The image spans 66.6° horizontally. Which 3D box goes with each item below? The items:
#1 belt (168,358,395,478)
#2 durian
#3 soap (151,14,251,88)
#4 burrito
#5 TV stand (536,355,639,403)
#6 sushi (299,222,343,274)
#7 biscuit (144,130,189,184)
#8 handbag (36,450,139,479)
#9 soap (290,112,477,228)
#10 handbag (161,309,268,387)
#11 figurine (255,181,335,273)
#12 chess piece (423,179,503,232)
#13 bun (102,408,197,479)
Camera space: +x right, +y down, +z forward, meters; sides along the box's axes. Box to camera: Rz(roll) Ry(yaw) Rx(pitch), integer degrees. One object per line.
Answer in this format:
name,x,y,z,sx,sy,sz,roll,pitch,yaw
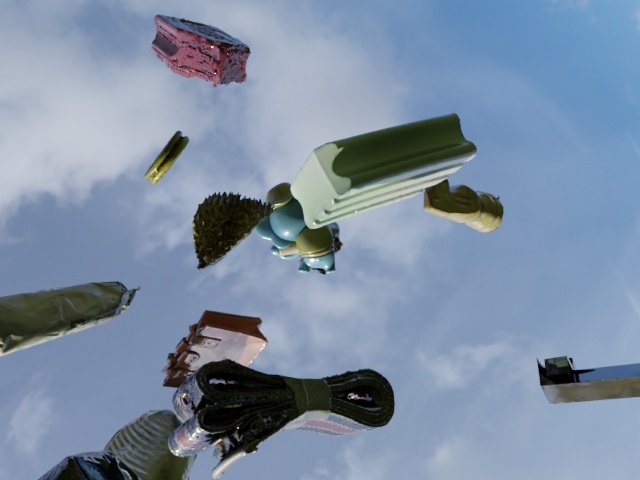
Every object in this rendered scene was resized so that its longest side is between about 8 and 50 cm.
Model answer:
belt,-0.036,0.236,0.692,0.359,0.094,0.126,11,-134,-42
durian,-0.202,-0.036,1.093,0.144,0.139,0.252,25,-149,1
soap,-0.259,-0.416,1.083,0.162,0.099,0.250,-3,-147,-37
burrito,-0.633,0.175,1.224,0.139,0.101,0.445,49,-150,21
TV stand,0.369,0.133,0.513,0.049,0.256,0.040,50,-143,-35
sushi,0.000,0.000,1.716,0.172,0.150,0.153,26,-143,-29
biscuit,-0.214,-0.115,0.677,0.023,0.084,0.084,38,-123,-21
handbag,-0.209,0.259,0.472,0.072,0.139,0.115,-37,-99,-4
soap,0.109,-0.125,0.865,0.289,0.173,0.095,-19,-102,-25
handbag,-0.222,0.236,1.011,0.157,0.212,0.059,18,-145,-36
figurine,-0.061,-0.025,1.262,0.154,0.180,0.262,8,-117,-66
chess piece,0.418,-0.111,1.475,0.301,0.137,0.137,11,-112,-38
bun,-0.353,0.475,0.997,0.141,0.239,0.239,57,-129,-29
